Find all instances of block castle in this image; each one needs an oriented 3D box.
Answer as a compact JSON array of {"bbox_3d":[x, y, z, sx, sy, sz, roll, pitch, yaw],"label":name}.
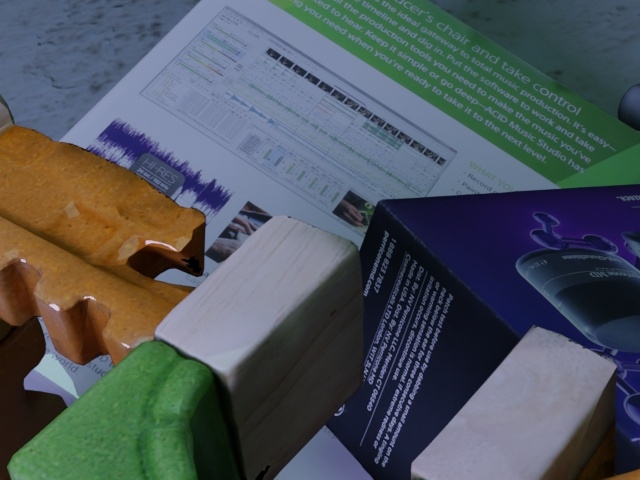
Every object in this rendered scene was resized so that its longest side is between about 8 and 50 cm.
[{"bbox_3d":[-0.021,0.169,0.427,0.453,0.303,0.213,25,52,30],"label":"block castle"}]

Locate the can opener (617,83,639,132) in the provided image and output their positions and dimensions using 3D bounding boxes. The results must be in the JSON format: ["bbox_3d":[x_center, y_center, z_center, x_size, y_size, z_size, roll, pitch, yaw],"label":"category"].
[{"bbox_3d":[0.287,-0.035,0.803,0.280,0.074,0.093,27,17,28],"label":"can opener"}]

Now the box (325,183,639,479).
[{"bbox_3d":[0.157,0.064,0.603,0.261,0.103,0.184,-5,39,-38],"label":"box"}]

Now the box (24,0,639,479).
[{"bbox_3d":[0.000,0.000,0.724,0.232,0.058,0.322,34,50,5],"label":"box"}]
